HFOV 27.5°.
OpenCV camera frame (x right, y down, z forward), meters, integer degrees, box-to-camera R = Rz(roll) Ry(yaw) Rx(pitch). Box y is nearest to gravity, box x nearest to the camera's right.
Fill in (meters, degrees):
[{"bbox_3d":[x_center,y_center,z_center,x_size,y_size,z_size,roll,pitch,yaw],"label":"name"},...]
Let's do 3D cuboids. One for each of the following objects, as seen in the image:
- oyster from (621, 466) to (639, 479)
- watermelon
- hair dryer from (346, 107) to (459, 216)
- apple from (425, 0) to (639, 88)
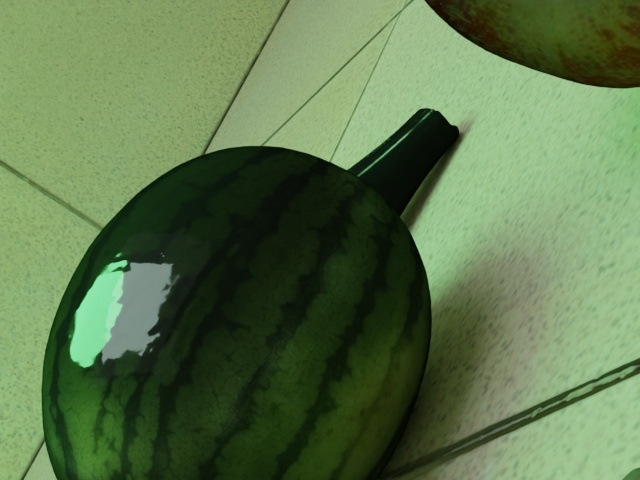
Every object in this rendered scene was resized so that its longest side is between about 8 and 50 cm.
[{"bbox_3d":[0.114,0.172,0.642,0.209,0.072,0.133,-42,22,38],"label":"oyster"},{"bbox_3d":[-0.057,0.078,1.002,0.359,0.279,0.279,-58,13,-29],"label":"watermelon"},{"bbox_3d":[0.000,0.000,1.434,0.303,0.120,0.359,-50,3,-15],"label":"hair dryer"},{"bbox_3d":[0.188,-0.270,0.856,0.277,0.348,0.348,-51,10,-25],"label":"apple"}]
